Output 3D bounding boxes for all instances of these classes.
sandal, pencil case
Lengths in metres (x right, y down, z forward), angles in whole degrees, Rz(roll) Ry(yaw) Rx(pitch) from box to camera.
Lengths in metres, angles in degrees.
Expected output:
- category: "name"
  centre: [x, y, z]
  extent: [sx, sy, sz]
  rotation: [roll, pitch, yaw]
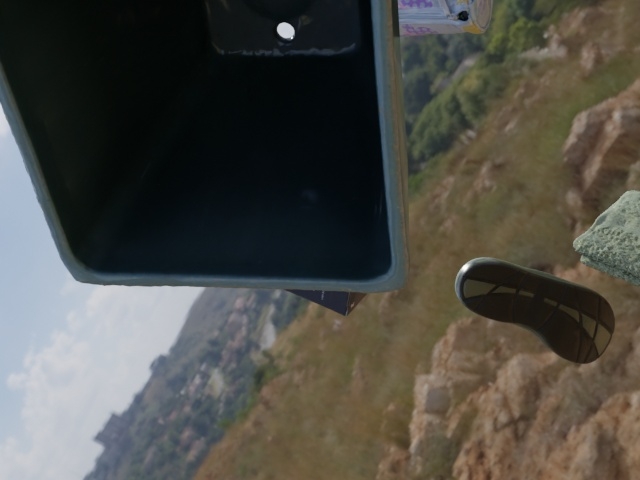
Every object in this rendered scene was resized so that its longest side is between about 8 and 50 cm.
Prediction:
- category: "sandal"
  centre: [0.351, 0.099, 1.372]
  extent: [0.120, 0.302, 0.086]
  rotation: [-62, 15, 8]
- category: "pencil case"
  centre: [0.143, -0.384, 1.378]
  extent: [0.113, 0.273, 0.124]
  rotation: [56, -132, -47]

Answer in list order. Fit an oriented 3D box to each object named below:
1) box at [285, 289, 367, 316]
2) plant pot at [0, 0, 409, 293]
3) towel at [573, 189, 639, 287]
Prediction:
- category: "box"
  centre: [0.000, 0.000, 1.223]
  extent: [0.093, 0.158, 0.156]
  rotation: [-41, -33, -51]
- category: "plant pot"
  centre: [-0.053, -0.140, 0.603]
  extent: [0.252, 0.247, 0.248]
  rotation: [-75, -18, -49]
- category: "towel"
  centre: [0.333, 0.005, 0.819]
  extent: [0.110, 0.148, 0.027]
  rotation: [-43, -42, -21]
